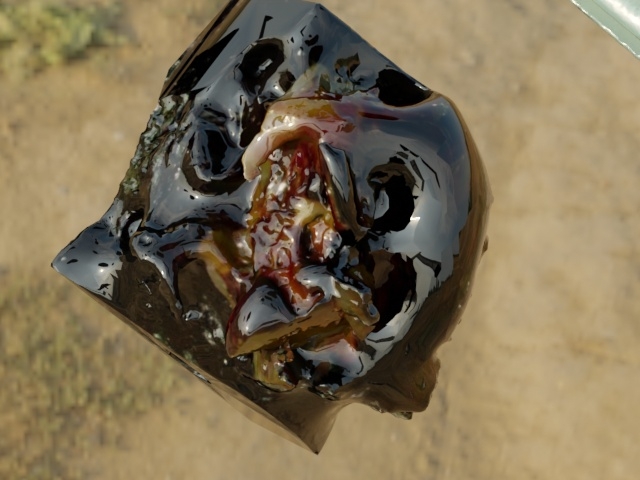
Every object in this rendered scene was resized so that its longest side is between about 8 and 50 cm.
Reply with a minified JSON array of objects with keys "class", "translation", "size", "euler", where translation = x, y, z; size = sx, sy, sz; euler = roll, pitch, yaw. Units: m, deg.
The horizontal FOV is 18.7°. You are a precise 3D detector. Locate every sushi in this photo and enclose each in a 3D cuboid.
[{"class":"sushi","translation":[0.001,-0.001,1.269],"size":[0.212,0.215,0.227],"euler":[21,74,52]}]

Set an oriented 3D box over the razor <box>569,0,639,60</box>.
[{"class":"razor","translation":[0.120,-0.089,0.763],"size":[0.056,0.111,0.278],"euler":[-36,71,-7]}]
